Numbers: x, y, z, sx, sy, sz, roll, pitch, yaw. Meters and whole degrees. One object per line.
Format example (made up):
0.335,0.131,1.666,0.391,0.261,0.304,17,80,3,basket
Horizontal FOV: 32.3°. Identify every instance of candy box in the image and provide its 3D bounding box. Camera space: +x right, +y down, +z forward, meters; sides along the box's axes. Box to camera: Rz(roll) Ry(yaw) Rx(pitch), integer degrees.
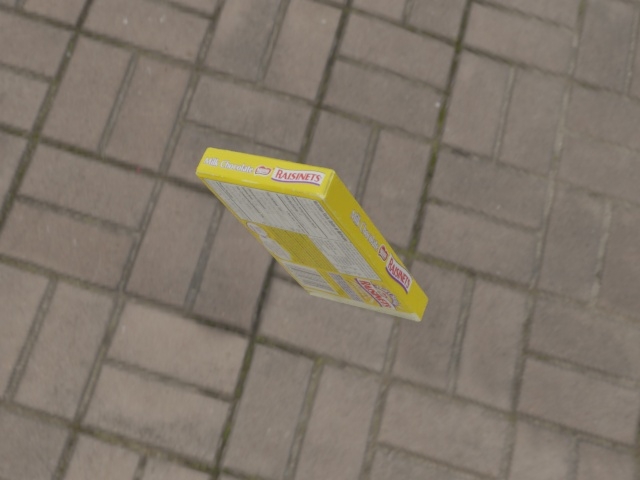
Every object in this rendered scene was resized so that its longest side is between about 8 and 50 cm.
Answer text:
0.000,0.000,0.809,0.105,0.206,0.027,10,68,29,candy box
